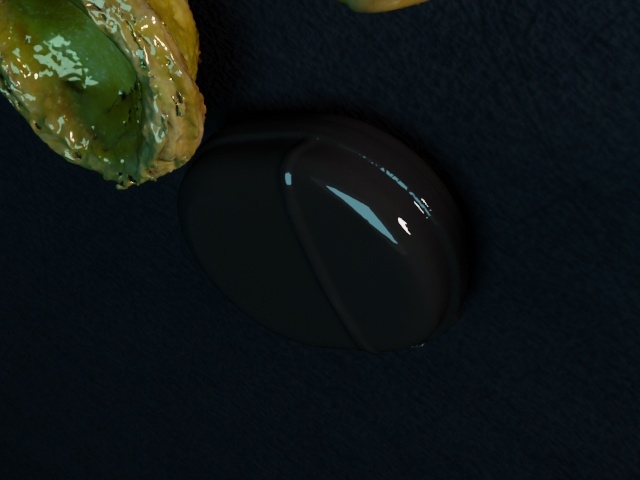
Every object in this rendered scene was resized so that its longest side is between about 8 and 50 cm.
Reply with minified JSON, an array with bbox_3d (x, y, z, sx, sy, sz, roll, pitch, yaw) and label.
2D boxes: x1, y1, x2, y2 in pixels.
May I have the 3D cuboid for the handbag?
[{"bbox_3d":[-0.001,0.001,1.184,0.308,0.093,0.254,2,128,43],"label":"handbag"}]

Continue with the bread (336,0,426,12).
[{"bbox_3d":[0.020,-0.280,0.795,0.246,0.176,0.195,40,137,28],"label":"bread"}]

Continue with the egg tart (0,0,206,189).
[{"bbox_3d":[-0.211,-0.184,1.167,0.288,0.118,0.288,27,145,21],"label":"egg tart"}]
